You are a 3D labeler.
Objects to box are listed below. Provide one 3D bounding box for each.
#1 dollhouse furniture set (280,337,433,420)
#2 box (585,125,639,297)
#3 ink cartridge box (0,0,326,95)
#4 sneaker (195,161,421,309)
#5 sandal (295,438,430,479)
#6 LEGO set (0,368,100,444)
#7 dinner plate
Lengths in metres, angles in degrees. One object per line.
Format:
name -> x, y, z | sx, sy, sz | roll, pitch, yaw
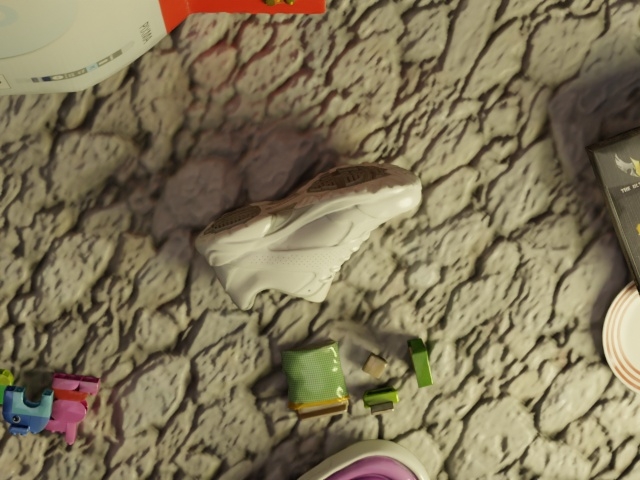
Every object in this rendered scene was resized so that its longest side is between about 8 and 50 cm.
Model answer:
dollhouse furniture set -> 0.036, 0.141, 1.835 | 0.152, 0.058, 0.076 | -11, 102, 1
box -> 0.402, -0.048, 1.790 | 0.231, 0.056, 0.183 | -21, 99, 1
ink cartridge box -> -0.186, -0.214, 1.621 | 0.385, 0.308, 0.091 | -1, 78, 0
sneaker -> 0.000, 0.000, 1.798 | 0.232, 0.090, 0.115 | -19, 109, 13
sandal -> -0.055, 0.367, 1.863 | 0.169, 0.102, 0.416 | 39, 100, -9
LEGO set -> -0.345, 0.182, 1.824 | 0.227, 0.087, 0.093 | 7, 102, -1
dinner plate -> 0.358, 0.094, 1.852 | 0.141, 0.017, 0.141 | 0, 103, 0
